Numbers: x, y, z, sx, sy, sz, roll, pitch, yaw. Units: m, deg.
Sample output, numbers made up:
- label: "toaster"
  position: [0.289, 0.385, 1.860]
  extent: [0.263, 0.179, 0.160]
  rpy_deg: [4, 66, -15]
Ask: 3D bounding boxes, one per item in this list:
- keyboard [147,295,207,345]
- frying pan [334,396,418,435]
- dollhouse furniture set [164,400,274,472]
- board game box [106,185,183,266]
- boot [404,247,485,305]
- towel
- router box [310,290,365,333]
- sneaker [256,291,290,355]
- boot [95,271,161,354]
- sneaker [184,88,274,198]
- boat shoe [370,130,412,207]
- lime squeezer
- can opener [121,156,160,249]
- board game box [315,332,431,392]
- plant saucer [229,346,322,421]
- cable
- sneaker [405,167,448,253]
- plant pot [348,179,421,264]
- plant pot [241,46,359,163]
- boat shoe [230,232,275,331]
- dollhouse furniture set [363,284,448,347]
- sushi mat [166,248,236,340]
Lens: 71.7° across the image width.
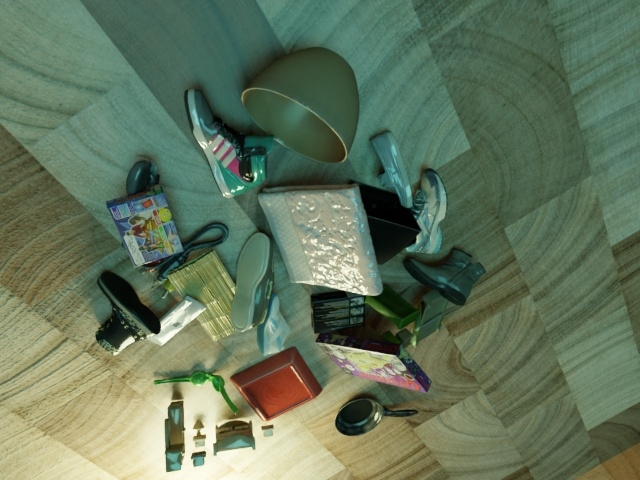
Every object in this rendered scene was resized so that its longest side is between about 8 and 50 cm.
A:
- label: "keyboard"
  position: [-0.448, 0.248, 1.349]
  extent: [0.072, 0.014, 0.256]
  rpy_deg: [34, 123, -31]
- label: "frying pan"
  position: [0.207, 0.657, 1.726]
  extent: [0.326, 0.053, 0.197]
  rpy_deg: [-22, 119, -4]
- label: "dollhouse furniture set"
  position: [-0.325, 0.619, 1.491]
  extent: [0.356, 0.303, 0.173]
  rpy_deg: [-3, 80, -13]
- label: "board game box"
  position: [-0.448, -0.032, 1.147]
  extent: [0.136, 0.035, 0.201]
  rpy_deg: [-19, 134, -18]
- label: "boot"
  position: [0.410, 0.090, 1.468]
  extent: [0.246, 0.083, 0.161]
  rpy_deg: [34, 77, -1]
- label: "towel"
  position: [0.000, 0.000, 1.234]
  extent: [0.317, 0.053, 0.331]
  rpy_deg: [3, 125, 33]
- label: "router box"
  position: [0.059, 0.235, 1.478]
  extent: [0.179, 0.046, 0.133]
  rpy_deg: [-6, 118, -10]
- label: "sneaker"
  position: [-0.150, 0.263, 1.431]
  extent: [0.092, 0.087, 0.228]
  rpy_deg: [-8, 120, -27]
- label: "boot"
  position: [-0.607, 0.222, 1.297]
  extent: [0.179, 0.085, 0.236]
  rpy_deg: [-31, 108, 16]
- label: "sneaker"
  position: [-0.208, -0.254, 1.114]
  extent: [0.178, 0.123, 0.295]
  rpy_deg: [-15, 127, 5]
- label: "boat shoe"
  position: [0.200, -0.194, 1.264]
  extent: [0.081, 0.079, 0.227]
  rpy_deg: [-19, 102, 8]
- label: "lime squeezer"
  position: [-0.394, 0.490, 1.480]
  extent: [0.310, 0.110, 0.058]
  rpy_deg: [14, 135, 14]
- label: "can opener"
  position: [-0.485, -0.089, 1.164]
  extent: [0.074, 0.093, 0.280]
  rpy_deg: [26, 118, 15]
- label: "board game box"
  position: [0.163, 0.392, 1.445]
  extent: [0.208, 0.347, 0.056]
  rpy_deg: [47, 58, -30]
- label: "plant saucer"
  position: [-0.150, 0.529, 1.581]
  extent: [0.259, 0.047, 0.258]
  rpy_deg: [-27, 119, 0]
- label: "cable"
  position: [-0.402, 0.030, 1.280]
  extent: [0.287, 0.072, 0.139]
  rpy_deg: [-43, 101, -3]
- label: "sneaker"
  position: [0.307, -0.078, 1.342]
  extent: [0.122, 0.110, 0.283]
  rpy_deg: [-7, 118, -6]
- label: "plant pot"
  position: [0.150, -0.039, 1.291]
  extent: [0.187, 0.188, 0.167]
  rpy_deg: [14, 123, -19]
- label: "plant pot"
  position: [-0.018, -0.342, 1.064]
  extent: [0.284, 0.284, 0.191]
  rpy_deg: [34, 78, -26]
- label: "boat shoe"
  position: [-0.191, 0.123, 1.334]
  extent: [0.091, 0.109, 0.305]
  rpy_deg: [1, 107, -53]
- label: "dollhouse furniture set"
  position: [0.296, 0.250, 1.527]
  extent: [0.302, 0.151, 0.197]
  rpy_deg: [-19, 131, -37]
- label: "sushi mat"
  position: [-0.322, 0.174, 1.339]
  extent: [0.151, 0.019, 0.316]
  rpy_deg: [-29, 129, -10]
